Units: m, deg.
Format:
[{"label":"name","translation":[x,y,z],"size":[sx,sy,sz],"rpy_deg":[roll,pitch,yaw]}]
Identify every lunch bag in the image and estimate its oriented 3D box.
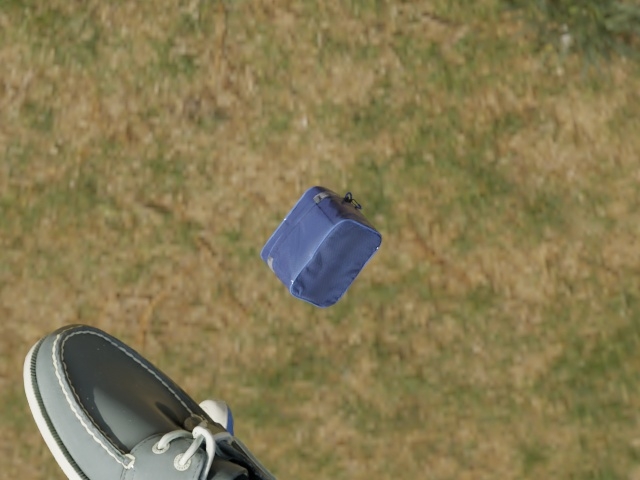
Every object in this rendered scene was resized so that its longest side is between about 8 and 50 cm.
[{"label":"lunch bag","translation":[0.000,0.000,1.421],"size":[0.098,0.065,0.067],"rpy_deg":[-52,138,9]}]

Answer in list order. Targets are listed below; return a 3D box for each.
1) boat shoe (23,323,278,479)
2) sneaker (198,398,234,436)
[{"label":"boat shoe","translation":[-0.070,0.161,1.097],"size":[0.319,0.116,0.099],"rpy_deg":[47,132,13]},{"label":"sneaker","translation":[-0.070,0.197,1.379],"size":[0.085,0.058,0.152],"rpy_deg":[2,118,-18]}]
